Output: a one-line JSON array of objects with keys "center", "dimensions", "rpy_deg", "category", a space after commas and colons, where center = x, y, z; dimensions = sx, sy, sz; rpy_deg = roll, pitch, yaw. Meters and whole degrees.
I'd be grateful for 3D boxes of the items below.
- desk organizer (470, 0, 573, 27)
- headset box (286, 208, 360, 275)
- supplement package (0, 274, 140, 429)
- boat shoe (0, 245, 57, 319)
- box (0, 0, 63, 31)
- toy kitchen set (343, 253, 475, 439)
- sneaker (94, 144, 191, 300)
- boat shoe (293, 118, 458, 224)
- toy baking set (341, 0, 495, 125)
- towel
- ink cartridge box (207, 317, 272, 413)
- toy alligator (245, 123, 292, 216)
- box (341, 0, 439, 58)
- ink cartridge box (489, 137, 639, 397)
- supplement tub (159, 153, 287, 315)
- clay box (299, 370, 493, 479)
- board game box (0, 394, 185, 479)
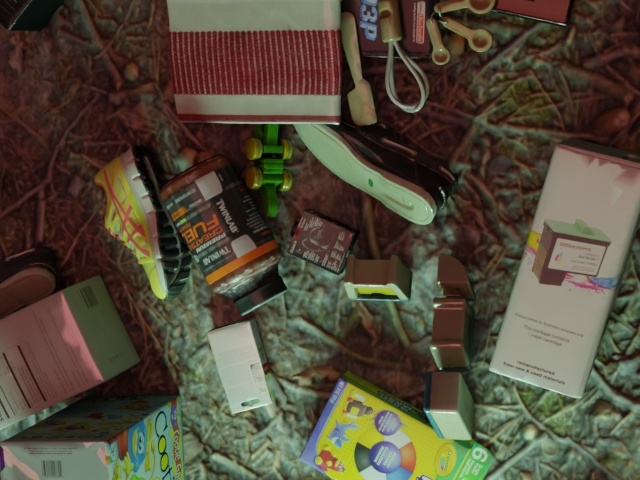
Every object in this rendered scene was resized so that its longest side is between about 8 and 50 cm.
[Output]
[{"center": [0.246, -0.300, 1.844], "dimensions": [0.130, 0.047, 0.050], "rpy_deg": [14, 97, 12], "category": "desk organizer"}, {"center": [0.000, 0.000, 1.945], "dimensions": [0.083, 0.032, 0.062], "rpy_deg": [23, 101, 12], "category": "headset box"}, {"center": [-0.392, 0.162, 2.008], "dimensions": [0.244, 0.139, 0.134], "rpy_deg": [-25, 91, 15], "category": "supplement package"}, {"center": [-0.449, 0.063, 2.064], "dimensions": [0.206, 0.075, 0.065], "rpy_deg": [-19, 47, 21], "category": "boat shoe"}, {"center": [-0.427, -0.429, 1.973], "dimensions": [0.261, 0.103, 0.184], "rpy_deg": [43, 107, 7], "category": "box"}, {"center": [0.109, 0.134, 1.893], "dimensions": [0.166, 0.122, 0.207], "rpy_deg": [0, 66, 15], "category": "toy kitchen set"}, {"center": [-0.239, -0.016, 1.988], "dimensions": [0.094, 0.081, 0.209], "rpy_deg": [-19, 84, 22], "category": "sneaker"}, {"center": [0.066, -0.110, 1.907], "dimensions": [0.233, 0.084, 0.079], "rpy_deg": [33, 65, 16], "category": "boat shoe"}, {"center": [0.098, -0.270, 1.839], "dimensions": [0.256, 0.030, 0.197], "rpy_deg": [-41, 86, 15], "category": "toy baking set"}, {"center": [-0.084, -0.310, 1.871], "dimensions": [0.237, 0.037, 0.329], "rpy_deg": [3, 103, 23], "category": "towel"}, {"center": [-0.103, 0.166, 1.992], "dimensions": [0.062, 0.029, 0.115], "rpy_deg": [-16, 93, 15], "category": "ink cartridge box"}, {"center": [-0.073, -0.124, 1.946], "dimensions": [0.051, 0.056, 0.190], "rpy_deg": [-2, 88, 58], "category": "toy alligator"}, {"center": [0.062, -0.339, 1.883], "dimensions": [0.175, 0.051, 0.220], "rpy_deg": [4, 97, 13], "category": "box"}, {"center": [0.303, 0.025, 1.783], "dimensions": [0.117, 0.201, 0.278], "rpy_deg": [18, 100, 12], "category": "ink cartridge box"}, {"center": [-0.119, -0.005, 1.938], "dimensions": [0.106, 0.106, 0.198], "rpy_deg": [-30, 88, 15], "category": "supplement tub"}, {"center": [0.099, 0.278, 1.939], "dimensions": [0.222, 0.053, 0.127], "rpy_deg": [28, 101, 11], "category": "clay box"}, {"center": [-0.284, 0.294, 1.923], "dimensions": [0.144, 0.275, 0.142], "rpy_deg": [-2, 96, 14], "category": "board game box"}]
